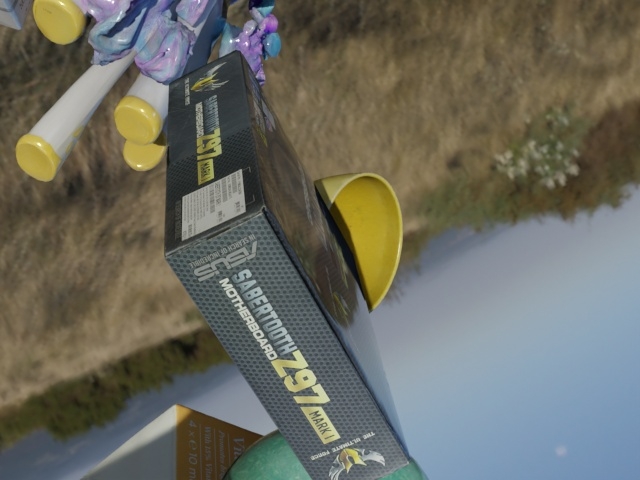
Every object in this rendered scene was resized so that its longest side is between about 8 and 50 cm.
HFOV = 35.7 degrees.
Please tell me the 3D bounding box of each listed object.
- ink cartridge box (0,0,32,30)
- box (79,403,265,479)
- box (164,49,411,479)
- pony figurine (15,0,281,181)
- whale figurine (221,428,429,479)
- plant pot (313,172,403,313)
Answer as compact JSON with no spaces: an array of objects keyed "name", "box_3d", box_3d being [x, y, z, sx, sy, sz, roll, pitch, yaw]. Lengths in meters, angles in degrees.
[{"name":"ink cartridge box","box_3d":[-0.436,-0.423,1.329,0.283,0.117,0.207,172,-63,-80]},{"name":"box","box_3d":[-0.048,0.333,0.958,0.345,0.215,0.168,28,126,-34]},{"name":"box","box_3d":[-0.024,0.009,0.597,0.059,0.183,0.232,-24,-151,7]},{"name":"pony figurine","box_3d":[-0.108,-0.245,0.859,0.363,0.303,0.351,-61,-179,-36]},{"name":"whale figurine","box_3d":[0.042,0.219,0.728,0.272,0.216,0.141,35,88,-46]},{"name":"plant pot","box_3d":[0.000,0.000,0.915,0.095,0.134,0.134,10,-159,36]}]
